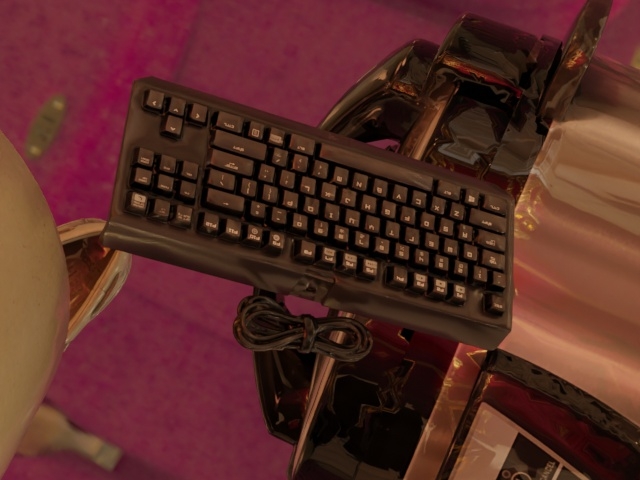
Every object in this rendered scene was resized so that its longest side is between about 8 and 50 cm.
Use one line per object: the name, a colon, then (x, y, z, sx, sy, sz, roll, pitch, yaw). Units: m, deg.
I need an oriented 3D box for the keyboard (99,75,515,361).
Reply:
keyboard: (0.000, 0.000, 0.583, 0.180, 0.023, 0.108, 16, 65, -18)

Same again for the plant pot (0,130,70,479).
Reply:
plant pot: (-0.233, 0.089, 0.458, 0.274, 0.256, 0.256, -88, 175, -56)

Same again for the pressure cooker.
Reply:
pressure cooker: (0.158, 0.070, 0.906, 0.375, 0.420, 0.370, 73, 41, -81)

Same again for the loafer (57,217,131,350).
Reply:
loafer: (-0.285, 0.086, 1.142, 0.319, 0.112, 0.111, -44, -175, -26)
